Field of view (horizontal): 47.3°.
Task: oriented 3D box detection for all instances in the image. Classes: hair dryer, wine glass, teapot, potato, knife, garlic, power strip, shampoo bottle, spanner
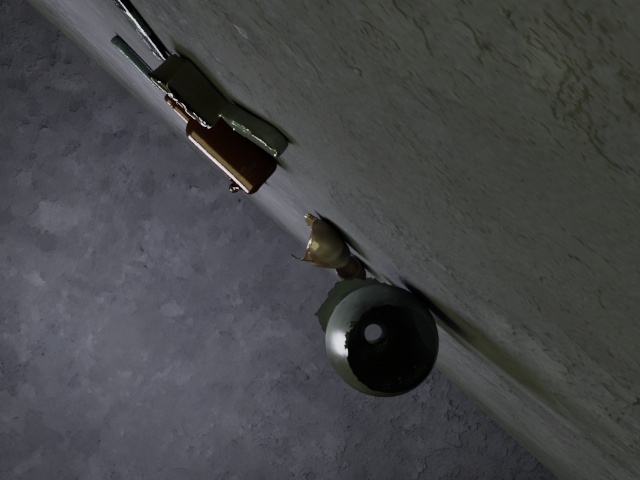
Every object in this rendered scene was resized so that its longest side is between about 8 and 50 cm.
[{"bbox_3d":[0.038,0.033,1.789,0.181,0.064,0.117,49,180,16],"label":"hair dryer"},{"bbox_3d":[0.117,0.194,1.501,0.238,0.238,0.323,43,175,-4],"label":"wine glass"},{"bbox_3d":[-0.213,-0.159,1.937,0.098,0.078,0.129,45,176,-27],"label":"teapot"},{"bbox_3d":[-0.208,-0.239,1.172,0.086,0.061,0.122,38,176,46],"label":"potato"},{"bbox_3d":[-0.422,-0.409,1.684,0.044,0.023,0.162,36,173,44],"label":"knife"},{"bbox_3d":[0.004,0.012,1.590,0.124,0.099,0.174,26,172,12],"label":"garlic"},{"bbox_3d":[-0.105,-0.171,1.108,0.191,0.030,0.047,38,175,48],"label":"power strip"},{"bbox_3d":[-0.193,-0.194,1.372,0.244,0.085,0.085,44,176,0],"label":"shampoo bottle"},{"bbox_3d":[-0.294,-0.350,1.108,0.087,0.024,0.316,35,174,18],"label":"spanner"}]
